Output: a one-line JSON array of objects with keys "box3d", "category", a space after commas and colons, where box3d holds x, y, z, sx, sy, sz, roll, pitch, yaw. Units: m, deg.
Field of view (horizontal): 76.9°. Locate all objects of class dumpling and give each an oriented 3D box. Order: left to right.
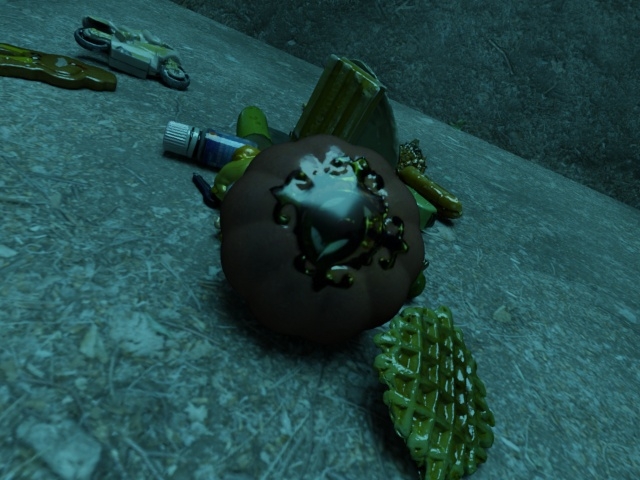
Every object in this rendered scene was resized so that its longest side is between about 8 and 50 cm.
[{"box3d": [0.110, -0.391, 1.239, 0.233, 0.316, 0.395, -30, 70, -16], "category": "dumpling"}]

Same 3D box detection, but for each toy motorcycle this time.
[{"box3d": [-0.580, -0.607, 1.286, 0.340, 0.108, 0.223, 16, 45, -26], "category": "toy motorcycle"}]

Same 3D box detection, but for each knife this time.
[{"box3d": [-0.238, -0.105, 0.828, 0.031, 0.018, 0.121, -5, 38, -42], "category": "knife"}]

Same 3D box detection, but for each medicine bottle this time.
[{"box3d": [-0.251, -0.213, 0.924, 0.203, 0.084, 0.083, 13, 31, -15], "category": "medicine bottle"}]

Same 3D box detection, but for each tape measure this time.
[{"box3d": [0.199, -0.104, 1.058, 0.153, 0.088, 0.177, -2, 37, -36], "category": "tape measure"}]

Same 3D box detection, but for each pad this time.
[{"box3d": [-0.138, -0.289, 1.183, 0.174, 0.022, 0.233, 23, 30, -1], "category": "pad"}]

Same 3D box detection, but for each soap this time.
[{"box3d": [0.041, -0.353, 1.137, 0.173, 0.274, 0.089, 42, 32, 16], "category": "soap"}]

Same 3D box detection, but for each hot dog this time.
[{"box3d": [0.318, -0.140, 1.212, 0.249, 0.076, 0.102, 47, 1, 33], "category": "hot dog"}]

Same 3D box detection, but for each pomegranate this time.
[{"box3d": [0.170, 0.069, 0.763, 0.073, 0.085, 0.073, 22, 20, -8], "category": "pomegranate"}]

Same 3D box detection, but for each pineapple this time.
[{"box3d": [0.289, -0.279, 1.346, 0.175, 0.137, 0.161, -13, 46, -47], "category": "pineapple"}]

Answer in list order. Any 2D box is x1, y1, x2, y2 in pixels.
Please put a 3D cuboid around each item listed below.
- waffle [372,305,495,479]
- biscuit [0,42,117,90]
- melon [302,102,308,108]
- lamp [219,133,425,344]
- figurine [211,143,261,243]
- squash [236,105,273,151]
[{"box3d": [0.155, 0.191, 0.532, 0.207, 0.054, 0.214, -3, 67, -49], "category": "waffle"}, {"box3d": [-0.688, -0.446, 1.035, 0.295, 0.044, 0.186, -1, 40, -35], "category": "biscuit"}, {"box3d": [-0.007, -0.500, 1.582, 0.097, 0.054, 0.182, 4, 34, -20], "category": "melon"}, {"box3d": [0.000, 0.000, 0.607, 0.305, 0.239, 0.306, 3, 75, -12], "category": "lamp"}, {"box3d": [-0.137, -0.082, 0.767, 0.156, 0.131, 0.247, -6, 45, 10], "category": "figurine"}, {"box3d": [-0.179, -0.287, 1.051, 0.095, 0.095, 0.188, 7, 43, -26], "category": "squash"}]
